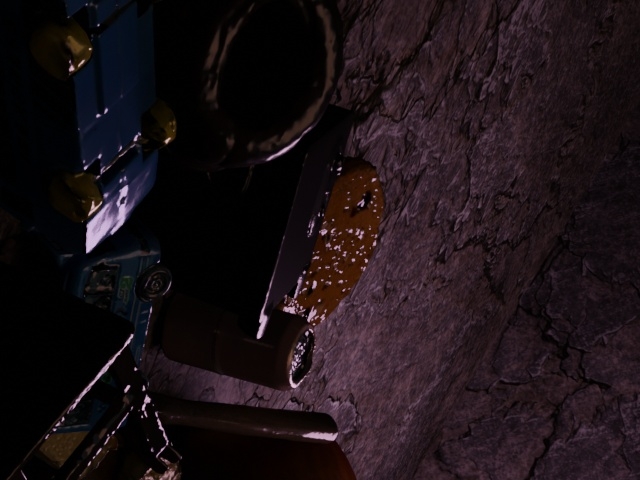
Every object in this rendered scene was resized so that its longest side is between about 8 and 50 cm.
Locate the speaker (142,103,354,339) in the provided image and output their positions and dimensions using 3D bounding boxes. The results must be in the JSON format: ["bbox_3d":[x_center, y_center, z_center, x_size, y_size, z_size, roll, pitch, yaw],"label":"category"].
[{"bbox_3d":[-0.091,-0.046,1.866,0.232,0.184,0.253,-43,152,-69],"label":"speaker"}]

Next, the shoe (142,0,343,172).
[{"bbox_3d":[-0.061,-0.255,1.617,0.237,0.171,0.383,3,-109,64],"label":"shoe"}]

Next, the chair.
[{"bbox_3d":[-0.315,0.106,1.446,0.203,0.241,0.416,-51,156,-28],"label":"chair"}]

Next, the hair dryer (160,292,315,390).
[{"bbox_3d":[-0.071,0.018,2.065,0.107,0.189,0.344,44,61,-67],"label":"hair dryer"}]

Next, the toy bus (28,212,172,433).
[{"bbox_3d":[-0.260,0.088,1.715,0.134,0.113,0.246,-6,123,-36],"label":"toy bus"}]

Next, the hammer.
[{"bbox_3d":[-0.119,0.229,2.033,0.044,0.168,0.440,-38,152,25],"label":"hammer"}]

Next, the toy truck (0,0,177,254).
[{"bbox_3d":[-0.238,-0.167,1.443,0.161,0.162,0.384,-50,156,-36],"label":"toy truck"}]

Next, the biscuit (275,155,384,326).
[{"bbox_3d":[-0.001,-0.001,2.335,0.296,0.075,0.296,-44,151,-33],"label":"biscuit"}]

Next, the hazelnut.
[{"bbox_3d":[-0.090,0.423,2.237,0.366,0.366,0.365,-51,155,-35],"label":"hazelnut"}]

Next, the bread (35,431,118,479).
[{"bbox_3d":[-0.302,0.222,1.804,0.084,0.109,0.080,-50,158,-26],"label":"bread"}]

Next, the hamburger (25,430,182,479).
[{"bbox_3d":[-0.294,0.337,1.908,0.308,0.133,0.211,-57,158,-24],"label":"hamburger"}]
